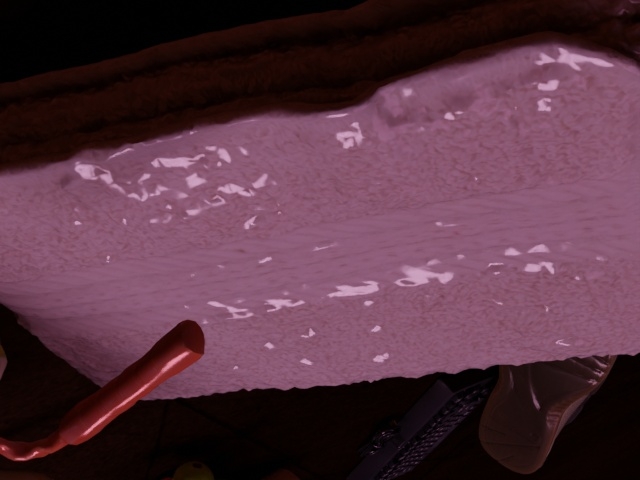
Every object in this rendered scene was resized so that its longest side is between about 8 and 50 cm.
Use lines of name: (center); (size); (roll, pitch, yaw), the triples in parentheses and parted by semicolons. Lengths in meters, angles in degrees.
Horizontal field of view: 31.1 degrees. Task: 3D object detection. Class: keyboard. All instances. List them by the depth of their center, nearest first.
keyboard: (0.082, 0.166, 0.988); (0.108, 0.023, 0.180); (-9, 148, -35)

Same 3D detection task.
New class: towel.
towel: (0.000, 0.000, 0.403); (0.282, 0.049, 0.187); (-10, 146, 21)

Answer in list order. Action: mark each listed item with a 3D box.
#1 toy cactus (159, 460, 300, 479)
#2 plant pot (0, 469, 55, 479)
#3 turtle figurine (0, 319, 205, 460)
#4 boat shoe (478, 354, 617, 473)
toy cactus: (-0.065, 0.233, 0.849); (0.180, 0.112, 0.218); (-40, 128, -47)
plant pot: (-0.210, 0.191, 0.438); (0.239, 0.254, 0.254); (-4, 146, -31)
turtle figurine: (-0.183, 0.011, 0.324); (0.270, 0.087, 0.217); (-6, 164, 35)
boat shoe: (0.186, 0.094, 0.907); (0.073, 0.080, 0.223); (-45, 158, -42)
